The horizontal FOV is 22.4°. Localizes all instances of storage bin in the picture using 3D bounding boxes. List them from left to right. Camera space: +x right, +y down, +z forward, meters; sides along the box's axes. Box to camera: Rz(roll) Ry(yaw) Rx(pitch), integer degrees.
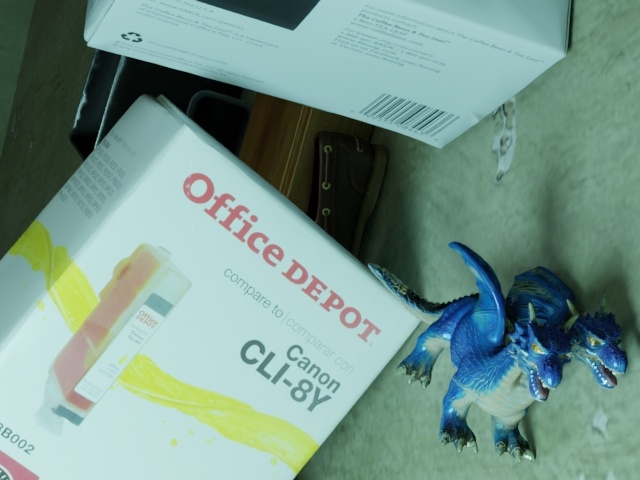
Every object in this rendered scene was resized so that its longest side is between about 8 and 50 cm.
[{"bbox_3d":[-0.139,-0.117,1.957,0.091,0.098,0.135,-121,48,-77],"label":"storage bin"}]

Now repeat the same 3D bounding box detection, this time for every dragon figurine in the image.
[{"bbox_3d":[0.121,0.054,1.122,0.289,0.085,0.144,-114,43,-60],"label":"dragon figurine"}]

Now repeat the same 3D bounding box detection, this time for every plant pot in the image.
[{"bbox_3d":[-0.205,-0.180,2.056,0.187,0.167,0.188,-138,64,-68],"label":"plant pot"}]

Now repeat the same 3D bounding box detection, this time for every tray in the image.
[{"bbox_3d":[-0.016,-0.115,1.638,0.203,0.076,0.411,-158,84,-70],"label":"tray"}]

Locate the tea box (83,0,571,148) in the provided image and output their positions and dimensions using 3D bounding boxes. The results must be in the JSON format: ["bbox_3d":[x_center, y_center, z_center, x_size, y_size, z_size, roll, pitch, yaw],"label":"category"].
[{"bbox_3d":[0.015,-0.292,1.297,0.220,0.329,0.324,145,138,-62],"label":"tea box"}]

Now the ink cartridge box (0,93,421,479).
[{"bbox_3d":[-0.149,0.112,1.346,0.385,0.279,0.160,-51,24,-1],"label":"ink cartridge box"}]

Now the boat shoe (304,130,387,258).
[{"bbox_3d":[0.000,0.000,1.513,0.073,0.073,0.207,11,88,67],"label":"boat shoe"}]
